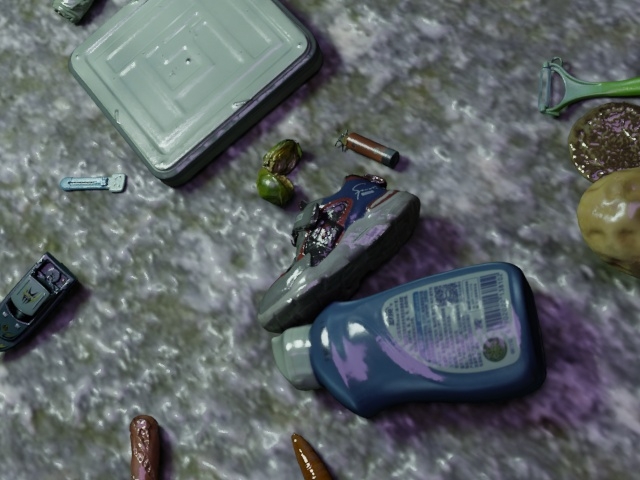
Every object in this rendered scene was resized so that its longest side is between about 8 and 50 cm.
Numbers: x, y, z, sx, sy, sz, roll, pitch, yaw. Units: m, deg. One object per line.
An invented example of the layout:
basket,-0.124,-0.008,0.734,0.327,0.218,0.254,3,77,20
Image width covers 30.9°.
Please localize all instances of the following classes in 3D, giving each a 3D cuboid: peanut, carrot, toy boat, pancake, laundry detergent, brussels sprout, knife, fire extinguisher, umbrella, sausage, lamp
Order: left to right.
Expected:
toy boat,-0.364,0.083,1.433,0.055,0.060,0.141,42,91,4
knife,-0.296,-0.075,1.500,0.096,0.010,0.027,-1,68,19
umbrella,-0.316,-0.368,1.603,0.143,0.062,0.067,-50,42,0
sausage,-0.200,0.275,1.307,0.036,0.042,0.157,7,68,-19
lamp,-0.167,-0.236,1.503,0.266,0.047,0.269,-42,61,0
brussels sprout,-0.051,-0.082,1.403,0.051,0.046,0.083,0,58,23
carrot,0.018,0.287,1.223,0.048,0.048,0.216,-37,56,1
fire extinguisher,0.054,-0.109,1.388,0.083,0.022,0.028,26,109,27
laundry detergent,0.089,0.115,1.247,0.290,0.094,0.143,-11,72,18
knife,0.332,-0.179,1.319,0.166,0.022,0.078,-1,70,20
pancake,0.334,-0.109,1.295,0.115,0.011,0.114,-7,66,16
peanut,0.412,-0.006,1.148,0.319,0.147,0.147,12,73,22

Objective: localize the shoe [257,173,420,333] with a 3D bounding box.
shoe,0.000,0.000,1.312,0.227,0.099,0.125,-40,69,-6
